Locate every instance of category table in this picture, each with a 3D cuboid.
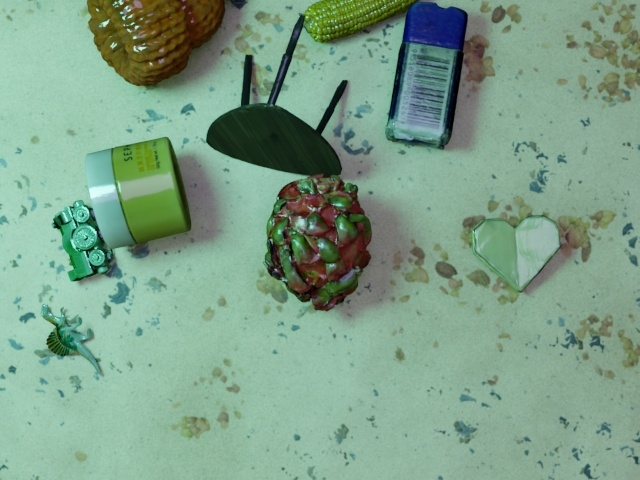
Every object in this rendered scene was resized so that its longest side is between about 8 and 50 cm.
[{"bbox_3d":[-0.095,-0.324,1.787,0.317,0.317,0.249,14,71,-2],"label":"table"}]

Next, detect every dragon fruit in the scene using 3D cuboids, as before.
[{"bbox_3d":[-0.003,0.003,1.746,0.231,0.237,0.303,7,104,7],"label":"dragon fruit"}]

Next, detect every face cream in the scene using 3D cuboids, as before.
[{"bbox_3d":[-0.396,-0.105,1.740,0.179,0.218,0.218,-13,86,-5],"label":"face cream"}]

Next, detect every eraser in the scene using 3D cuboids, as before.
[{"bbox_3d":[0.247,-0.384,1.858,0.155,0.101,0.332,9,83,0],"label":"eraser"}]

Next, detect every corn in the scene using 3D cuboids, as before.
[{"bbox_3d":[0.107,-0.552,1.864,0.313,0.102,0.102,-23,86,-4],"label":"corn"}]

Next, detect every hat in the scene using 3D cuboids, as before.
[{"bbox_3d":[-0.325,-0.530,1.811,0.400,0.285,0.285,-28,86,-32],"label":"hat"}]

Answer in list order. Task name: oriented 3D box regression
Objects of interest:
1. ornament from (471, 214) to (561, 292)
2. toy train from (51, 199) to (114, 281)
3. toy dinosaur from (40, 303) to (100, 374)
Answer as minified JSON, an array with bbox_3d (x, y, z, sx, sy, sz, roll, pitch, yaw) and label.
[{"bbox_3d":[0.458,0.033,1.855,0.201,0.059,0.180,-3,86,0],"label":"ornament"},{"bbox_3d":[-0.543,0.000,1.800,0.104,0.071,0.178,-21,88,6],"label":"toy train"},{"bbox_3d":[-0.573,0.226,1.794,0.106,0.044,0.187,-16,99,9],"label":"toy dinosaur"}]
